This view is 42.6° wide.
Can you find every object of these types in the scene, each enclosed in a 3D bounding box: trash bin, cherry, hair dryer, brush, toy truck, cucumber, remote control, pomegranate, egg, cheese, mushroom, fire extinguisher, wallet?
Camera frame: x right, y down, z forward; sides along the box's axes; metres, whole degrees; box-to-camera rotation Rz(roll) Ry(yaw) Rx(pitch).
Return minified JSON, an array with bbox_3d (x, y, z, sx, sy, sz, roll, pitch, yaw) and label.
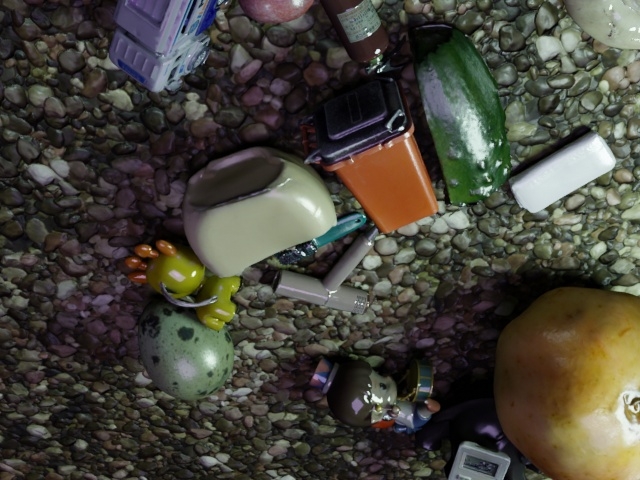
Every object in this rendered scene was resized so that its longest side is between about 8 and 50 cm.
[{"bbox_3d":[0.090,-0.131,1.384,0.184,0.161,0.238,-21,132,13],"label":"trash bin"},{"bbox_3d":[-0.116,-0.382,1.215,0.226,0.090,0.107,16,152,7],"label":"cherry"},{"bbox_3d":[0.032,0.041,1.586,0.195,0.053,0.220,14,127,-17],"label":"hair dryer"},{"bbox_3d":[0.000,0.000,1.564,0.193,0.032,0.043,-24,127,17],"label":"brush"},{"bbox_3d":[-0.214,-0.327,1.150,0.124,0.155,0.268,36,137,-1],"label":"toy truck"},{"bbox_3d":[0.237,-0.207,1.369,0.145,0.105,0.325,-17,126,10],"label":"cucumber"},{"bbox_3d":[0.335,0.547,1.826,0.109,0.055,0.313,16,131,10],"label":"remote control"},{"bbox_3d":[0.538,0.294,1.640,0.412,0.411,0.411,-2,130,-3],"label":"pomegranate"},{"bbox_3d":[-0.272,0.211,1.627,0.177,0.177,0.228,-28,112,18],"label":"egg"},{"bbox_3d":[-0.110,-0.043,1.461,0.266,0.127,0.233,-19,131,14],"label":"cheese"},{"bbox_3d":[0.470,-0.388,1.172,0.246,0.202,0.246,0,120,0],"label":"mushroom"},{"bbox_3d":[0.066,-0.346,1.264,0.099,0.071,0.231,-41,127,-7],"label":"fire extinguisher"},{"bbox_3d":[0.438,-0.122,1.497,0.190,0.033,0.095,-34,123,21],"label":"wallet"}]

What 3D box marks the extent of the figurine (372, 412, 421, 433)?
[{"bbox_3d":[0.167,0.403,1.892,0.140,0.068,0.075,2,133,2],"label":"figurine"}]

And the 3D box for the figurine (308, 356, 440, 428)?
[{"bbox_3d":[0.113,0.323,1.772,0.276,0.161,0.158,5,106,-10],"label":"figurine"}]

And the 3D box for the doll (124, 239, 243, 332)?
[{"bbox_3d":[-0.259,0.074,1.538,0.221,0.135,0.143,30,136,-22],"label":"doll"}]

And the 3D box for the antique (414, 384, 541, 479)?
[{"bbox_3d":[0.405,0.444,1.866,0.322,0.185,0.255,17,128,-12],"label":"antique"}]
